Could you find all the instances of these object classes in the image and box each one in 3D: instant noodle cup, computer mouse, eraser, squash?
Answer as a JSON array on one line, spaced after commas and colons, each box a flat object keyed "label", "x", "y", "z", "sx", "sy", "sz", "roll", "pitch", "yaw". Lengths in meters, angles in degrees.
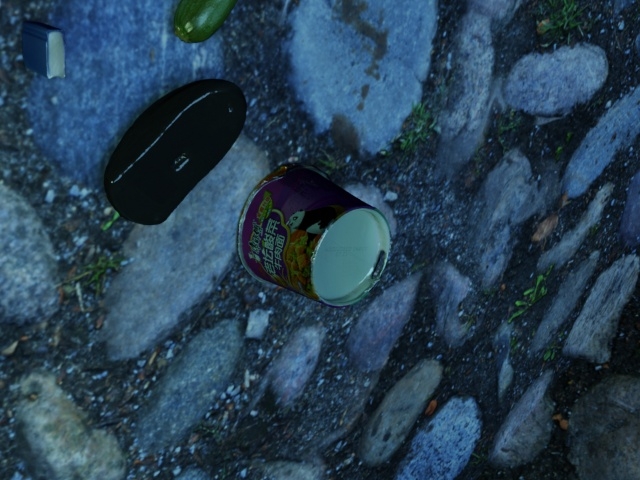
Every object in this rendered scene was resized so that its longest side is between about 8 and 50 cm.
[{"label": "instant noodle cup", "x": 0.000, "y": 0.000, "z": 1.349, "sx": 0.251, "sy": 0.190, "sz": 0.251, "roll": -19, "pitch": 121, "yaw": -35}, {"label": "computer mouse", "x": -0.232, "y": -0.149, "z": 1.143, "sx": 0.269, "sy": 0.086, "sz": 0.137, "roll": -48, "pitch": 140, "yaw": -2}, {"label": "eraser", "x": -0.367, "y": -0.254, "z": 0.971, "sx": 0.027, "sy": 0.085, "sz": 0.063, "roll": -13, "pitch": 119, "yaw": -39}, {"label": "squash", "x": -0.151, "y": -0.394, "z": 1.111, "sx": 0.077, "sy": 0.068, "sz": 0.219, "roll": 28, "pitch": 89, "yaw": -41}]
